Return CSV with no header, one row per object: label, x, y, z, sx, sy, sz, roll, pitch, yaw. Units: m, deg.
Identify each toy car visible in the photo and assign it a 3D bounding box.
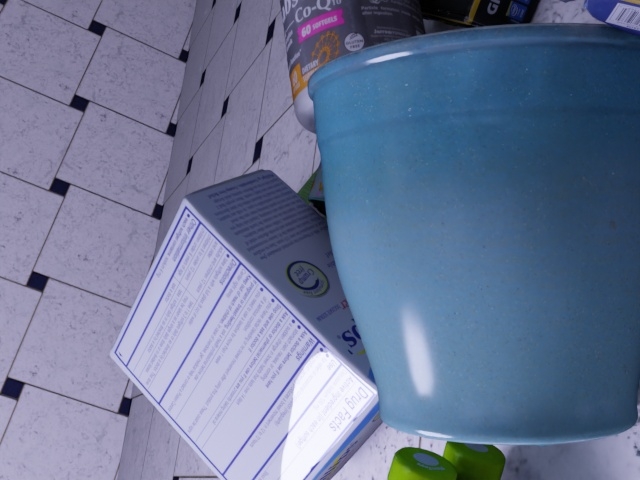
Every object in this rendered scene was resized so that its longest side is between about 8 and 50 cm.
toy car,0.136,0.263,0.622,0.188,0.149,0.155,21,101,41

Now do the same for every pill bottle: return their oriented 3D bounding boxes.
pill bottle,0.033,-0.271,0.939,0.162,0.162,0.278,145,120,-60

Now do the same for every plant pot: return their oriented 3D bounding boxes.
plant pot,0.128,0.006,0.595,0.272,0.272,0.255,175,95,-69

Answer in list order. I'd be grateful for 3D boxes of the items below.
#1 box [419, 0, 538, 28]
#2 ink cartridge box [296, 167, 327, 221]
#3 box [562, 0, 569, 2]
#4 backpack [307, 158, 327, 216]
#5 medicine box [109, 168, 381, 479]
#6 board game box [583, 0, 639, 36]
box,0.200,-0.401,0.922,0.321,0.079,0.257,-70,23,15
ink cartridge box,0.000,0.000,1.016,0.209,0.109,0.062,-50,24,-2
box,0.204,-0.270,0.664,0.233,0.184,0.059,-166,91,-71
backpack,0.081,-0.064,0.870,0.188,0.166,0.144,-5,72,66
medicine box,-0.058,0.118,0.909,0.149,0.289,0.263,-28,-24,-51
board game box,0.264,-0.194,0.455,0.060,0.194,0.194,53,-126,-81
